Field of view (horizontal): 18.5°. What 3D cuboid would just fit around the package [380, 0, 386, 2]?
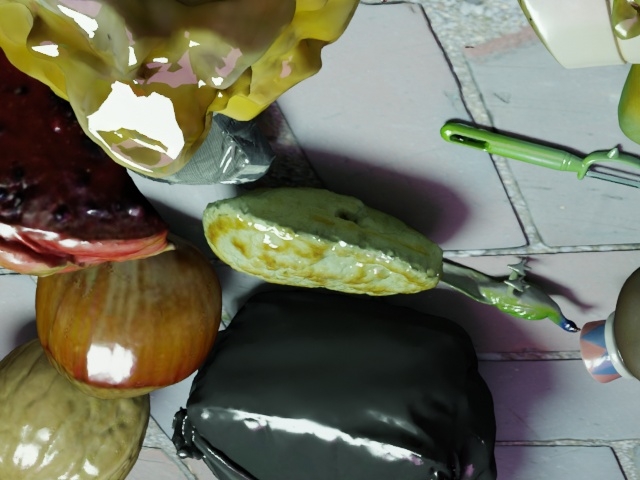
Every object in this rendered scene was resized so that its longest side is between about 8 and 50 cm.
[{"bbox_3d":[0.002,-0.270,1.665,0.200,0.022,0.083,31,142,-24],"label":"package"}]

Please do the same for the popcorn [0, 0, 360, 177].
[{"bbox_3d":[-0.117,-0.269,1.449,0.344,0.354,0.390,28,106,13],"label":"popcorn"}]

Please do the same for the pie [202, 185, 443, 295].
[{"bbox_3d":[0.000,0.000,2.002,0.248,0.090,0.201,13,166,-6],"label":"pie"}]

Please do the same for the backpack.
[{"bbox_3d":[0.037,0.256,2.244,0.363,0.254,0.445,8,150,19],"label":"backpack"}]

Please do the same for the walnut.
[{"bbox_3d":[-0.310,0.222,2.322,0.228,0.228,0.228,9,147,6],"label":"walnut"}]

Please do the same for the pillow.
[{"bbox_3d":[-0.149,-0.150,1.831,0.162,0.092,0.335,-3,144,16],"label":"pillow"}]

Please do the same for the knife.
[{"bbox_3d":[0.218,-0.085,1.875,0.212,0.015,0.054,14,146,-2],"label":"knife"}]

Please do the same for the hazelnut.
[{"bbox_3d":[-0.216,0.075,2.112,0.210,0.186,0.210,23,160,9],"label":"hazelnut"}]

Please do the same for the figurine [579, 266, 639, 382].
[{"bbox_3d":[0.394,0.085,1.956,0.276,0.161,0.158,2,-178,20],"label":"figurine"}]

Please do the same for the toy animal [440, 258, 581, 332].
[{"bbox_3d":[0.179,0.043,2.059,0.217,0.041,0.075,21,151,-5],"label":"toy animal"}]

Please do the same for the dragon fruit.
[{"bbox_3d":[-0.321,-0.033,1.852,0.286,0.228,0.329,54,158,-1],"label":"dragon fruit"}]

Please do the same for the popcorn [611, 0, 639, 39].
[{"bbox_3d":[0.282,-0.272,1.336,0.336,0.279,0.274,7,106,11],"label":"popcorn"}]

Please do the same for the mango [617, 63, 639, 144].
[{"bbox_3d":[0.326,-0.137,1.691,0.130,0.091,0.195,27,147,-20],"label":"mango"}]

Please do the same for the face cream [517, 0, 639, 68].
[{"bbox_3d":[0.314,-0.224,1.550,0.349,0.081,0.173,-3,117,22],"label":"face cream"}]
